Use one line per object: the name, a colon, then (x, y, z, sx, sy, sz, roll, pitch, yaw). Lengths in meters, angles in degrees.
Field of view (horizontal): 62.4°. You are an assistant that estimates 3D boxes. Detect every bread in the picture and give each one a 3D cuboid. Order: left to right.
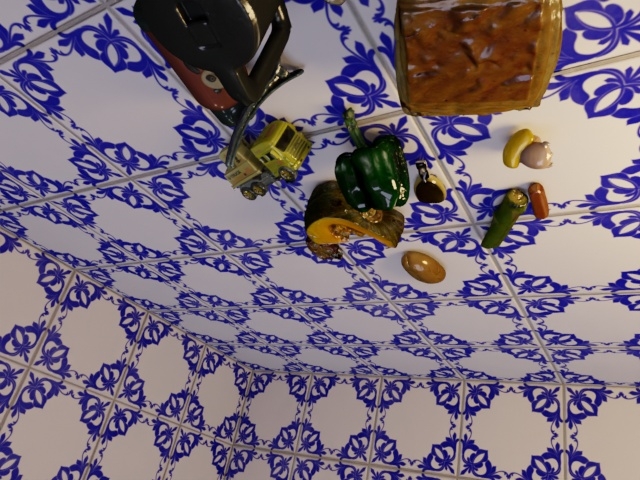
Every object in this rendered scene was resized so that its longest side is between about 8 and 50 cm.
bread: (0.355, 0.101, 1.815, 0.189, 0.078, 0.114, 34, 141, -28)
bread: (0.267, -0.360, 0.925, 0.277, 0.167, 0.324, 3, 159, 17)

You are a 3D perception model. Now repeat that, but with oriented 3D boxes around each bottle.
bottle: (-0.242, -0.384, 1.131, 0.143, 0.144, 0.336, 0, 152, 23)

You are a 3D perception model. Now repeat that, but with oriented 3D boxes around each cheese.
cheese: (0.283, -0.158, 1.414, 0.086, 0.036, 0.162, 1, 149, 26)

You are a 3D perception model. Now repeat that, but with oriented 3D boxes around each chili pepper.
chili pepper: (0.123, -0.197, 1.293, 0.165, 0.261, 0.173, -18, -174, -30)

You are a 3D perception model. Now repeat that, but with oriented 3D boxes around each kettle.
kettle: (-0.144, -0.416, 0.848, 0.203, 0.308, 0.262, 16, 151, -3)

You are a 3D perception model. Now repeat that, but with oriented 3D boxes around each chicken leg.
chicken leg: (0.000, 0.000, 1.806, 0.105, 0.051, 0.253, -5, 146, 19)

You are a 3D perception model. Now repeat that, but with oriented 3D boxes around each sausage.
sausage: (0.572, -0.105, 1.386, 0.041, 0.039, 0.131, 3, 150, 33)

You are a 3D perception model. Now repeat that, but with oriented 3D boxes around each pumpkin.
pumpkin: (0.086, -0.053, 1.580, 0.280, 0.139, 0.190, 28, 145, -20)

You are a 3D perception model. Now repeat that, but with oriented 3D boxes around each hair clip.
hair clip: (-0.147, -0.287, 1.176, 0.083, 0.275, 0.048, 30, -170, -33)

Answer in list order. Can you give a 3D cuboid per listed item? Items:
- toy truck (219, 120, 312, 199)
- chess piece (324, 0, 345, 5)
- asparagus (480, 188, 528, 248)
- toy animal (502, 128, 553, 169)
toy truck: (-0.159, -0.220, 1.408, 0.157, 0.124, 0.272, 41, 145, -25)
chess piece: (0.044, -0.490, 0.900, 0.060, 0.060, 0.172, 18, 149, -9)
asparagus: (0.514, -0.048, 1.490, 0.067, 0.060, 0.278, 0, 151, 3)
toy animal: (0.479, -0.212, 1.207, 0.114, 0.082, 0.092, 12, 112, 36)
